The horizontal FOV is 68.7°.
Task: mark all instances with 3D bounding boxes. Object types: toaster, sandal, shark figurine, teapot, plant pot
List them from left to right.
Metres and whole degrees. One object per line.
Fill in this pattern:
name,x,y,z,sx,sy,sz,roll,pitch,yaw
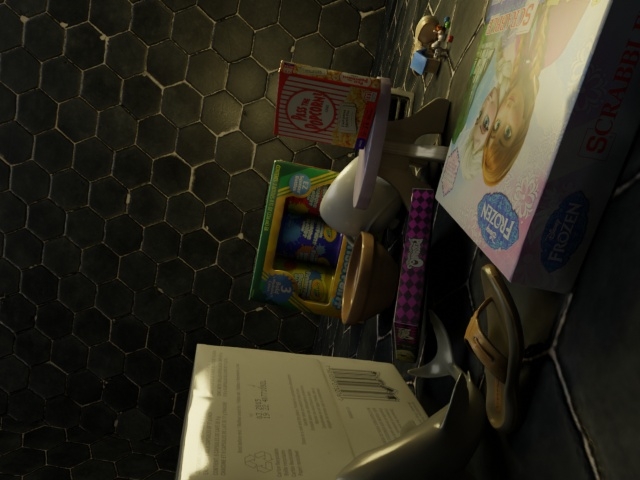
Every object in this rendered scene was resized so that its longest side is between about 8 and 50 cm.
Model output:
teapot,0.132,-0.094,1.261,0.253,0.187,0.256,-50,-12,8
plant pot,0.129,0.103,1.184,0.237,0.109,0.238,-168,90,-86
toaster,0.180,-0.372,1.405,0.110,0.167,0.186,116,166,-75
shark figurine,0.149,0.183,0.537,0.278,0.166,0.116,-36,-51,-54
sandal,0.176,0.116,0.488,0.072,0.048,0.180,-87,-7,-80

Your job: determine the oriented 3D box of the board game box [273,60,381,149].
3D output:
board game box,0.009,-0.264,0.932,0.147,0.193,0.045,103,176,-51

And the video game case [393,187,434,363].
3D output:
video game case,0.159,0.066,0.790,0.210,0.041,0.232,71,-152,-60

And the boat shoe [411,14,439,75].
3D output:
boat shoe,0.273,-0.502,1.224,0.170,0.062,0.059,85,-169,-65

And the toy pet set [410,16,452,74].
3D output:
toy pet set,0.266,-0.472,1.140,0.114,0.065,0.122,104,176,-46

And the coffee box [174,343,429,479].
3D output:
coffee box,-0.036,0.382,0.652,0.338,0.337,0.335,-124,45,-73

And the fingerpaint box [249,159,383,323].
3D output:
fingerpaint box,0.000,0.000,1.487,0.163,0.370,0.445,-83,6,-80

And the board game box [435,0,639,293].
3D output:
board game box,0.235,-0.152,0.531,0.319,0.065,0.318,-88,9,-71

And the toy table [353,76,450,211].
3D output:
toy table,0.171,-0.191,0.997,0.252,0.160,0.275,-91,12,-73
